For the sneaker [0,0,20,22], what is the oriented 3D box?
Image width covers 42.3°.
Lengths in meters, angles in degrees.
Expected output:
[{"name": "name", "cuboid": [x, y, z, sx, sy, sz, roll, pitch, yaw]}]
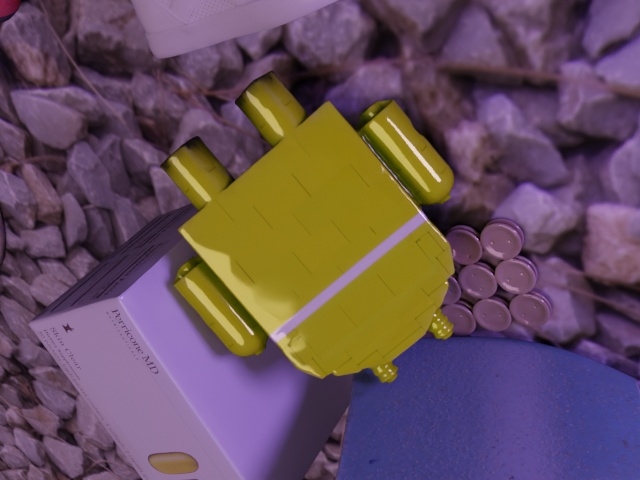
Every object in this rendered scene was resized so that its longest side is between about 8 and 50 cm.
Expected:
[{"name": "sneaker", "cuboid": [-0.393, -0.309, 0.740, 0.276, 0.097, 0.135, 24, 125, -15]}]

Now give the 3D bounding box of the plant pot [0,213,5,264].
[{"name": "plant pot", "cuboid": [-0.614, 0.001, 0.982, 0.334, 0.305, 0.333, 16, 129, 21]}]

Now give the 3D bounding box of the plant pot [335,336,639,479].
[{"name": "plant pot", "cuboid": [0.173, 0.235, 0.727, 0.252, 0.248, 0.247, -10, 117, 15]}]

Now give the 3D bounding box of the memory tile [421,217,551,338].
[{"name": "memory tile", "cuboid": [0.129, 0.038, 0.759, 0.148, 0.012, 0.113, -12, 114, 37]}]

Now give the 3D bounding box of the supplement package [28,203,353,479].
[{"name": "supplement package", "cuboid": [-0.112, 0.117, 0.830, 0.145, 0.204, 0.262, -18, 111, 38]}]

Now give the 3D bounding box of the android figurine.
[{"name": "android figurine", "cuboid": [0.000, 0.000, 0.701, 0.248, 0.056, 0.273, -42, 96, 7]}]

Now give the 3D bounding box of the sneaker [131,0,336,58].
[{"name": "sneaker", "cuboid": [-0.059, -0.246, 0.604, 0.293, 0.108, 0.169, -7, 121, 36]}]
